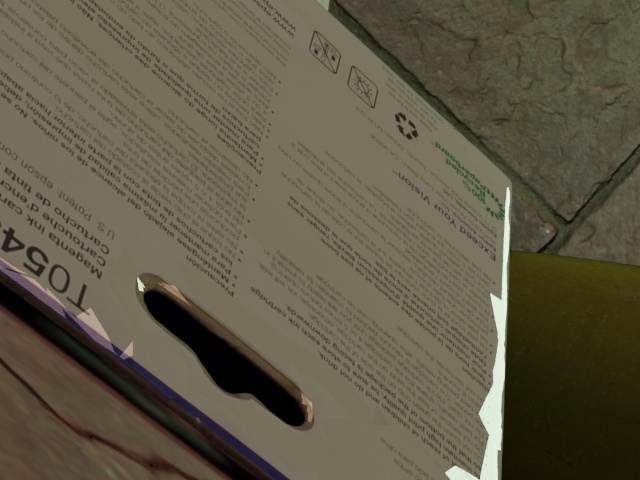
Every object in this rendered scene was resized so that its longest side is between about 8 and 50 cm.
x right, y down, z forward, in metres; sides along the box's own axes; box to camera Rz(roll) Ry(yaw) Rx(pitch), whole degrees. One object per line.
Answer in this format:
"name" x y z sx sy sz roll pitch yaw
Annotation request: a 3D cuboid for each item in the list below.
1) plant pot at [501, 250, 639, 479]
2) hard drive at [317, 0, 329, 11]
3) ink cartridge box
"plant pot" 0.218 0.130 0.996 0.293 0.275 0.275 26 2 4
"hard drive" -0.093 -0.170 1.206 0.233 0.047 0.353 40 36 -28
"ink cartridge box" -0.044 -0.015 0.704 0.324 0.071 0.330 41 33 -22
